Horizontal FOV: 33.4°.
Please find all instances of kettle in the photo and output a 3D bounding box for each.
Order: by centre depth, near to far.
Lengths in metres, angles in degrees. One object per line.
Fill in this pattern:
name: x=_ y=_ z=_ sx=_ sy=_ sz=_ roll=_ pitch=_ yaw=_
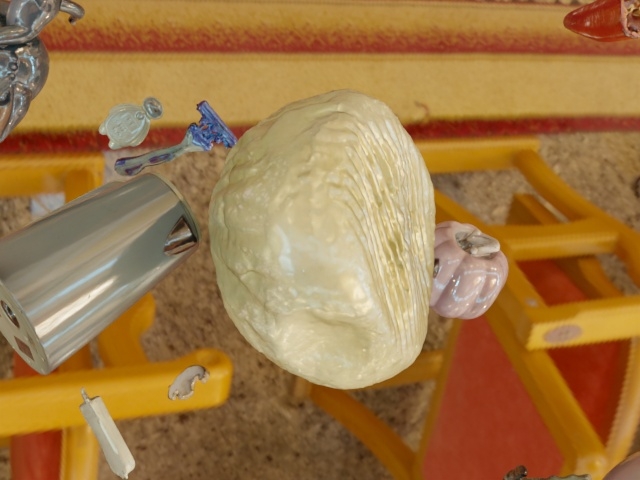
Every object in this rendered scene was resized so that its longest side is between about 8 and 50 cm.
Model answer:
kettle: x=-0.282 y=0.018 z=1.265 sx=0.243 sy=0.210 sz=0.160 roll=-36 pitch=124 yaw=-29

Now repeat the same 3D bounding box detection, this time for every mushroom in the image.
mushroom: x=-0.212 y=0.229 z=1.713 sx=0.019 sy=0.049 sz=0.101 roll=28 pitch=135 yaw=-35

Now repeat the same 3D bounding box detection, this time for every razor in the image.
razor: x=-0.279 y=-0.154 z=1.873 sx=0.093 sy=0.324 sz=0.056 roll=52 pitch=50 yaw=-20

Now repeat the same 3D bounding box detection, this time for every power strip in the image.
power strip: x=-0.231 y=-0.147 z=1.316 sx=0.083 sy=0.035 sz=0.055 roll=-35 pitch=95 yaw=-4
power strip: x=-0.405 y=0.361 z=2.009 sx=0.047 sy=0.191 sz=0.030 roll=-28 pitch=180 yaw=44

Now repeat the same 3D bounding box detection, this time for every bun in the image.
bun: x=0.000 y=0.000 z=1.271 sx=0.227 sy=0.352 sz=0.349 roll=-4 pitch=113 yaw=24

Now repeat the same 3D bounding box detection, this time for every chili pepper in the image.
chili pepper: x=0.429 y=-0.344 z=1.635 sx=0.064 sy=0.169 sz=0.088 roll=15 pitch=87 yaw=-27

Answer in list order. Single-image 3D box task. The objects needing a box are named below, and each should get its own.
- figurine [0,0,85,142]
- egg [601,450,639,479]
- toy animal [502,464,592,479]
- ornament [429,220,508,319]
figurine: x=-0.425 y=-0.301 z=1.519 sx=0.265 sy=0.193 sz=0.140 roll=-42 pitch=131 yaw=17
egg: x=0.191 y=0.169 z=0.568 sx=0.103 sy=0.103 sz=0.135 roll=-22 pitch=128 yaw=-14
toy animal: x=0.335 y=0.441 z=1.514 sx=0.089 sy=0.170 sz=0.255 roll=-19 pitch=107 yaw=-41
ornament: x=0.248 y=0.047 z=1.900 sx=0.177 sy=0.177 sz=0.178 roll=-13 pitch=125 yaw=-20
